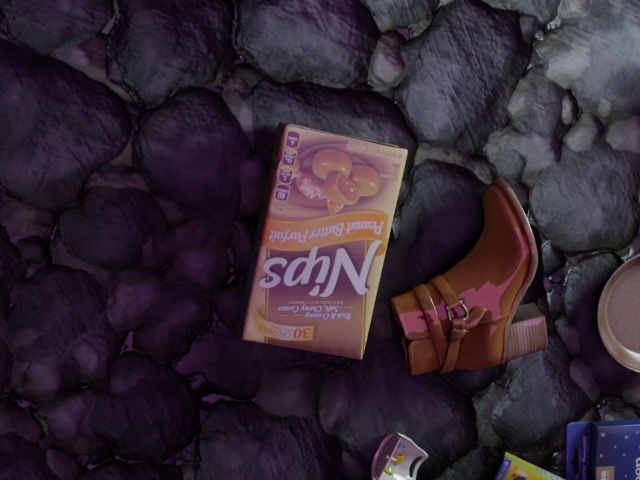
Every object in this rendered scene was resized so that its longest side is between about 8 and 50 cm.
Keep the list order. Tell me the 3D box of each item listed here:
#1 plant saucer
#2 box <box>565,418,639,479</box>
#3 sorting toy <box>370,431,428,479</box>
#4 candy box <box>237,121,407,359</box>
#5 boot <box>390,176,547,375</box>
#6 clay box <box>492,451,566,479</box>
[{"bbox_3d":[0.520,0.110,1.802,0.199,0.036,0.198,-1,98,-9],"label":"plant saucer"},{"bbox_3d":[0.503,0.351,1.835,0.225,0.036,0.136,-2,99,-7],"label":"box"},{"bbox_3d":[0.124,0.339,1.773,0.075,0.045,0.083,27,93,-19],"label":"sorting toy"},{"bbox_3d":[0.000,0.000,1.679,0.183,0.087,0.316,11,96,-10],"label":"candy box"},{"bbox_3d":[0.210,0.060,1.724,0.220,0.109,0.283,-11,107,-3],"label":"boot"},{"bbox_3d":[0.361,0.433,1.779,0.222,0.053,0.127,24,94,11],"label":"clay box"}]
